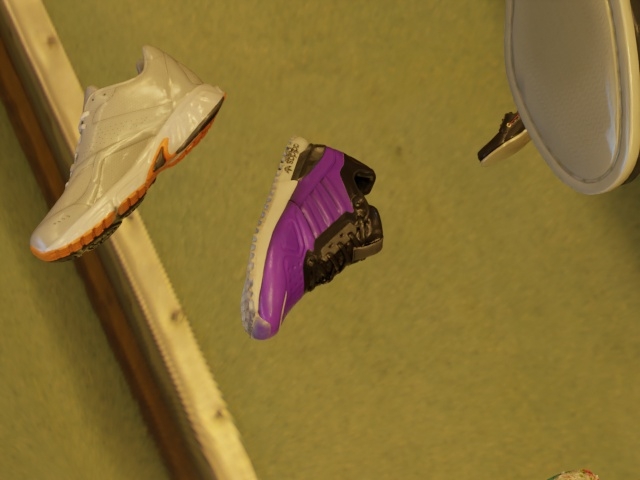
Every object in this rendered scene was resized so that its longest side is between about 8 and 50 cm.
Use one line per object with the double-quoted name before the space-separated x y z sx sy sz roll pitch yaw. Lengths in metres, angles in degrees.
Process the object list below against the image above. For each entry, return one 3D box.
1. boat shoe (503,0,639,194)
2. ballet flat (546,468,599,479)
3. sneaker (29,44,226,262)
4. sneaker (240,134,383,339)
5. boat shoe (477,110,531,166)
"boat shoe" 0.194 -0.190 1.008 0.113 0.127 0.340 2 59 -32
"ballet flat" 0.210 0.294 1.370 0.241 0.077 0.091 -16 114 -35
"sneaker" -0.224 -0.093 1.455 0.121 0.099 0.262 41 72 1
"sneaker" 0.000 -0.001 1.638 0.146 0.102 0.293 16 51 1
"boat shoe" 0.249 -0.143 1.759 0.133 0.049 0.042 -40 71 18
